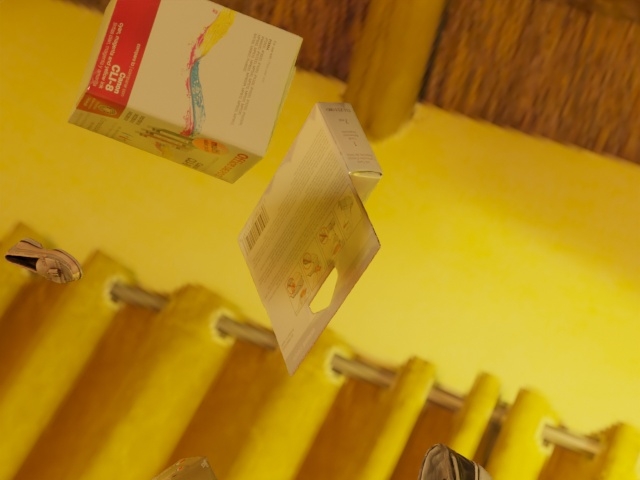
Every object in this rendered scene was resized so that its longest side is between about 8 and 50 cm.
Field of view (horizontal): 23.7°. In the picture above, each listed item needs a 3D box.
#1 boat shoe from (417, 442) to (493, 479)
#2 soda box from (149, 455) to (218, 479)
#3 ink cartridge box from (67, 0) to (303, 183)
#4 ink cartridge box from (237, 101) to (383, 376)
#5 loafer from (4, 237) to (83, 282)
[{"bbox_3d":[0.160,0.430,2.131,0.119,0.335,0.121,38,-55,-20],"label":"boat shoe"},{"bbox_3d":[-0.131,0.348,1.807,0.061,0.058,0.181,-19,-80,53],"label":"soda box"},{"bbox_3d":[-0.127,-0.149,1.428,0.176,0.127,0.128,19,-15,-13],"label":"ink cartridge box"},{"bbox_3d":[0.000,0.000,1.957,0.060,0.239,0.275,0,-39,-32],"label":"ink cartridge box"},{"bbox_3d":[-0.352,0.031,1.939,0.125,0.039,0.045,20,-51,41],"label":"loafer"}]
